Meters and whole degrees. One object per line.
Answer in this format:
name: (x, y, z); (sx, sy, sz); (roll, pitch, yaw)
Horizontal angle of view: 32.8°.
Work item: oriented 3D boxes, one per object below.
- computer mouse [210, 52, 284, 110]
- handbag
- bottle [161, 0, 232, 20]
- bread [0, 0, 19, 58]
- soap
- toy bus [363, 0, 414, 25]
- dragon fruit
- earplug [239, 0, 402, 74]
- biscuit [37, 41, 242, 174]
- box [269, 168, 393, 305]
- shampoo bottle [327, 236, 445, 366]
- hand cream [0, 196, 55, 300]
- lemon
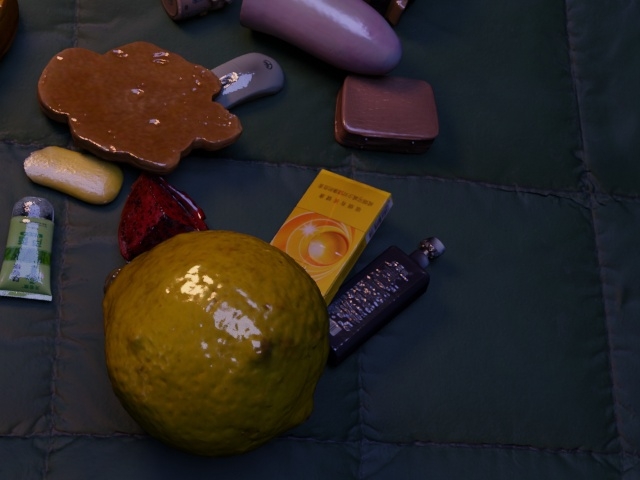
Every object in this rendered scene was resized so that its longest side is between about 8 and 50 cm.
computer mouse: (-0.148, -0.303, 2.035); (0.181, 0.056, 0.089); (-25, 72, -21)
handbag: (0.124, -0.246, 2.072); (0.193, 0.072, 0.151); (1, 69, -12)
bottle: (-0.222, -0.481, 2.067); (0.152, 0.099, 0.099); (-21, 75, -25)
bread: (-0.642, -0.378, 1.890); (0.195, 0.143, 0.270); (24, 63, -1)
soap: (-0.430, -0.119, 1.900); (0.168, 0.033, 0.089); (20, 63, -6)
toy bus: (0.069, -0.548, 2.142); (0.289, 0.139, 0.157); (23, 69, -3)
dragon fruit: (-0.281, -0.030, 1.885); (0.127, 0.120, 0.161); (-40, 49, 14)
earplug: (0.017, -0.405, 2.038); (0.301, 0.172, 0.172); (31, 64, 5)
biscuit: (-0.320, -0.242, 1.944); (0.375, 0.051, 0.269); (19, 56, 4)
box: (0.000, 0.000, 1.926); (0.152, 0.043, 0.269); (20, 60, 25)
shampoo bottle: (0.106, 0.092, 1.926); (0.309, 0.071, 0.098); (-38, 64, -24)
hand cream: (-0.489, 0.012, 1.825); (0.095, 0.046, 0.175); (8, 69, -14)
lemon: (-0.167, 0.152, 1.693); (0.387, 0.350, 0.350); (36, 64, 9)
